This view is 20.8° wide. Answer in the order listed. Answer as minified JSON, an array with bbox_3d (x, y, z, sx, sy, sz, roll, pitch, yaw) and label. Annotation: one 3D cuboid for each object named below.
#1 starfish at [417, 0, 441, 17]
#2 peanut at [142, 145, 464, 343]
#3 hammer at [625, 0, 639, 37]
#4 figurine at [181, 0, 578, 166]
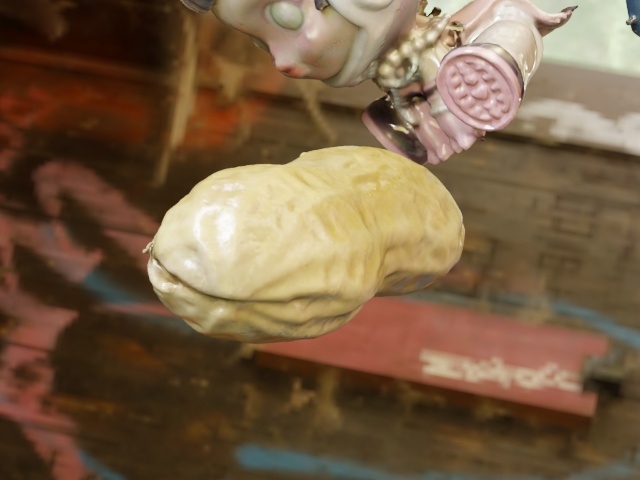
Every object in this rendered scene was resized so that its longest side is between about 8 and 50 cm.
[{"bbox_3d":[0.109,-0.275,1.665,0.247,0.050,0.138,-45,30,50],"label":"starfish"},{"bbox_3d":[0.000,0.000,1.368,0.313,0.149,0.149,-16,-63,-54],"label":"peanut"},{"bbox_3d":[0.326,-0.300,1.824,0.069,0.116,0.193,-29,-62,-28],"label":"hammer"},{"bbox_3d":[0.029,-0.225,1.557,0.253,0.361,0.211,-39,20,57],"label":"figurine"}]
